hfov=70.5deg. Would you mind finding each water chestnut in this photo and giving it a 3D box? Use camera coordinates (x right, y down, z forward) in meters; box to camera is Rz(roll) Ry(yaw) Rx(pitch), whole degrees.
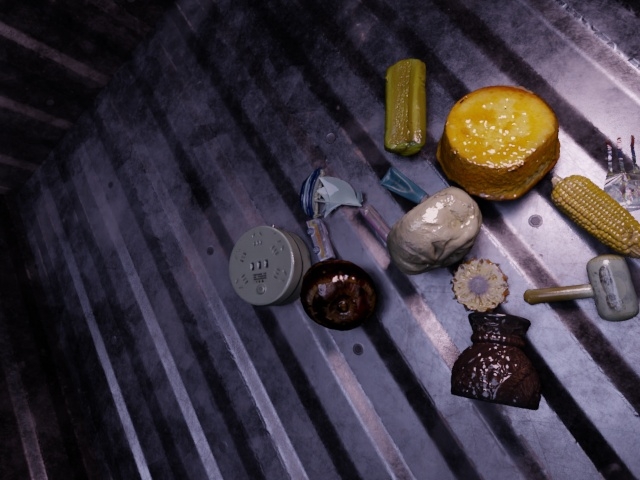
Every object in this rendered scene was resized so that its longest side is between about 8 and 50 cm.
[{"bbox_3d":[0.064,0.194,1.733,0.299,0.300,0.301,-5,80,28],"label":"water chestnut"}]

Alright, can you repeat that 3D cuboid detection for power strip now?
[{"bbox_3d":[-0.218,0.100,1.933,0.357,0.161,0.358,-5,80,28],"label":"power strip"}]

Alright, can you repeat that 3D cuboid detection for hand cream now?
[{"bbox_3d":[0.332,-0.204,1.754,0.224,0.048,0.083,38,103,33],"label":"hand cream"}]

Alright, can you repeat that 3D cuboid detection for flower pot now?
[{"bbox_3d":[0.555,0.374,1.428,0.266,0.266,0.268,2,74,29],"label":"flower pot"}]

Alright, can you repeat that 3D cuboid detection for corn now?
[{"bbox_3d":[0.856,-0.084,1.398,0.130,0.130,0.347,-47,64,14],"label":"corn"}]

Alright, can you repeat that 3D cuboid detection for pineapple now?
[{"bbox_3d":[0.550,0.162,1.572,0.221,0.047,0.222,-4,81,27],"label":"pineapple"}]

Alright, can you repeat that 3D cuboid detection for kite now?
[{"bbox_3d":[0.956,-0.209,1.427,0.141,0.015,0.246,-5,81,25],"label":"kite"}]

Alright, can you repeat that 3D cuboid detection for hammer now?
[{"bbox_3d":[0.796,0.164,1.411,0.305,0.113,0.202,-15,72,31],"label":"hammer"}]

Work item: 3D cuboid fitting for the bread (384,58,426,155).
[{"bbox_3d":[0.333,-0.511,1.756,0.166,0.112,0.384,-3,80,31],"label":"bread"}]

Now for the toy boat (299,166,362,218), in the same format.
[{"bbox_3d":[0.031,-0.172,1.896,0.291,0.070,0.210,33,101,26],"label":"toy boat"}]

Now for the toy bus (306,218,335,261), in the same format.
[{"bbox_3d":[0.000,0.000,1.887,0.075,0.064,0.191,-23,72,18],"label":"toy bus"}]

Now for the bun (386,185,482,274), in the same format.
[{"bbox_3d":[0.396,-0.017,1.524,0.359,0.359,0.211,-39,73,18],"label":"bun"}]

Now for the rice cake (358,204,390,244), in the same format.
[{"bbox_3d":[0.241,-0.042,1.767,0.049,0.055,0.270,-46,66,20],"label":"rice cake"}]

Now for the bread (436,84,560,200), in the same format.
[{"bbox_3d":[0.587,-0.330,1.498,0.397,0.215,0.399,-6,63,13],"label":"bread"}]
